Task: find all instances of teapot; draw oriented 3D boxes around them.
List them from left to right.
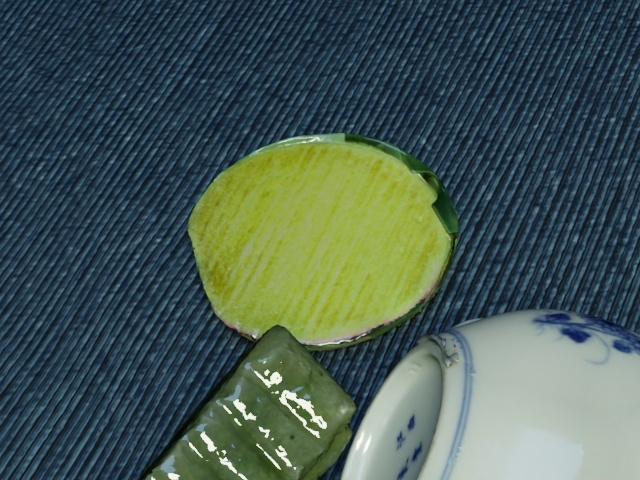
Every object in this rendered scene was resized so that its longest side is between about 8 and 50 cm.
[{"bbox_3d":[0.160,0.179,0.865,0.280,0.252,0.424,24,25,-14],"label":"teapot"}]

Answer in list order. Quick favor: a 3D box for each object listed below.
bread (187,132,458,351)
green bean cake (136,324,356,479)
[{"bbox_3d":[0.000,0.000,1.151,0.228,0.033,0.228,-3,52,4],"label":"bread"},{"bbox_3d":[-0.074,0.162,0.932,0.094,0.183,0.185,46,65,1],"label":"green bean cake"}]
